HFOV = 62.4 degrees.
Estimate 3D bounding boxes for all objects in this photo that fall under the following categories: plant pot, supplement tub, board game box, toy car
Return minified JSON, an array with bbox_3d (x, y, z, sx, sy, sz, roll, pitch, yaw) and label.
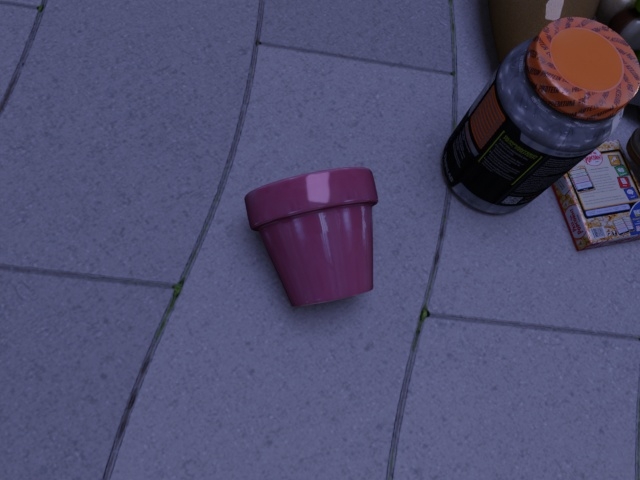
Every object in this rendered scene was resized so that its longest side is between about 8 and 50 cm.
[{"bbox_3d":[0.000,0.000,0.810,0.201,0.201,0.180,-12,88,-13],"label":"plant pot"},{"bbox_3d":[0.428,-0.445,1.029,0.237,0.237,0.254,11,83,-4],"label":"plant pot"},{"bbox_3d":[0.337,-0.186,0.850,0.193,0.316,0.194,3,70,-8],"label":"supplement tub"},{"bbox_3d":[0.519,-0.087,0.986,0.146,0.045,0.193,-9,71,-11],"label":"board game box"},{"bbox_3d":[0.640,-0.487,1.106,0.149,0.155,0.188,-16,60,-14],"label":"toy car"}]

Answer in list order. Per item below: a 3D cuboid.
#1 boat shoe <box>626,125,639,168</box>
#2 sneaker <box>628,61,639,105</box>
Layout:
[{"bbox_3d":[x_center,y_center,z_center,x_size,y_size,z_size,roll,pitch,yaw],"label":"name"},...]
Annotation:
[{"bbox_3d":[0.697,-0.104,0.991,0.307,0.104,0.111,33,78,3],"label":"boat shoe"},{"bbox_3d":[0.639,-0.325,1.086,0.222,0.083,0.118,36,35,23],"label":"sneaker"}]
